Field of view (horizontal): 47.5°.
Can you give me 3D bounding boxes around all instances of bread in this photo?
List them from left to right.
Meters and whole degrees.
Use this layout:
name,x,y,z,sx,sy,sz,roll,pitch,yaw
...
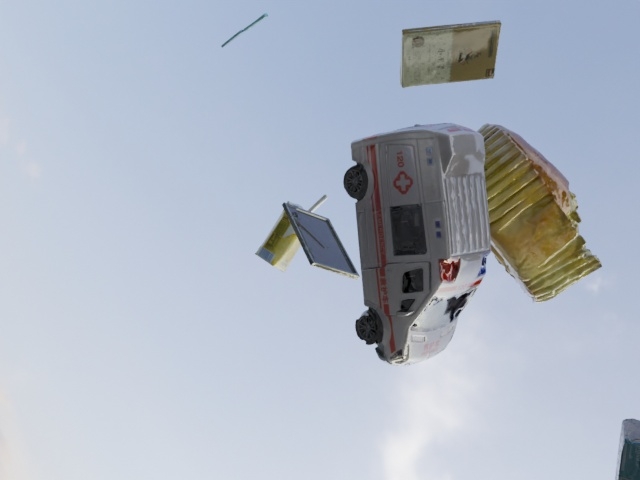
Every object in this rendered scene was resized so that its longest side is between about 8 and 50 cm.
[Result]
name,x,y,z,sx,sy,sz,roll,pitch,yaw
bread,0.274,-0.040,1.004,0.250,0.133,0.179,50,4,-11

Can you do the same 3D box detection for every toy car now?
name,x,y,z,sx,sy,sz,roll,pitch,yaw
toy car,0.090,0.006,0.620,0.108,0.089,0.209,-3,-88,46

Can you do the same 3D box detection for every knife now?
name,x,y,z,sx,sy,sz,roll,pitch,yaw
knife,-0.103,-0.279,0.966,0.091,0.014,0.005,-21,-76,41

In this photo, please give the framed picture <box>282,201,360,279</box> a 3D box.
name,x,y,z,sx,sy,sz,roll,pitch,yaw
framed picture,0.000,0.000,1.220,0.011,0.109,0.149,-49,-136,23

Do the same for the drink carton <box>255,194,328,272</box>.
name,x,y,z,sx,sy,sz,roll,pitch,yaw
drink carton,-0.063,-0.032,1.648,0.075,0.084,0.200,30,-94,30

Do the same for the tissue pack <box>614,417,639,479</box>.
name,x,y,z,sx,sy,sz,roll,pitch,yaw
tissue pack,0.497,0.361,1.069,0.120,0.082,0.169,6,-78,20

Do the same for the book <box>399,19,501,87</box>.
name,x,y,z,sx,sy,sz,roll,pitch,yaw
book,0.263,-0.379,1.485,0.138,0.199,0.016,84,1,-49
